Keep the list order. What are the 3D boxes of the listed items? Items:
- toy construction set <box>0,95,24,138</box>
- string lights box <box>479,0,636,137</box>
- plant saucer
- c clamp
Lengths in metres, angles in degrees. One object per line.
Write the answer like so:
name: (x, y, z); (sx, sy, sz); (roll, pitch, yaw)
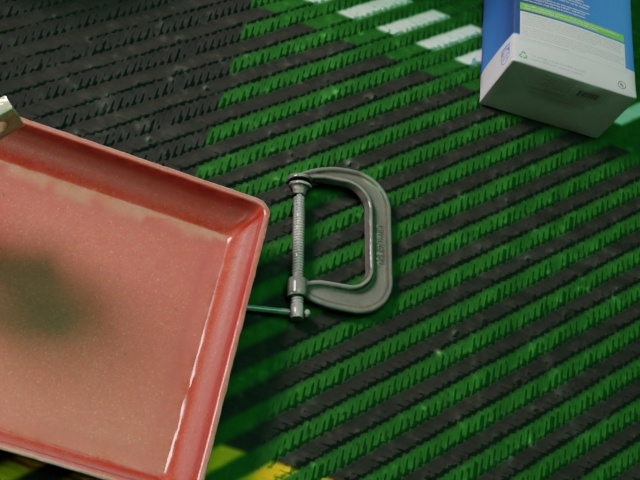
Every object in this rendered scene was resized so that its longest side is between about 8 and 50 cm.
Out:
toy construction set: (-0.357, -0.135, 0.823); (0.215, 0.151, 0.328); (-26, 62, -25)
string lights box: (0.239, -0.243, 1.151); (0.133, 0.077, 0.260); (15, 58, -13)
plant saucer: (-0.188, 0.045, 0.841); (0.259, 0.048, 0.258); (18, 57, -10)
c clamp: (0.000, 0.000, 0.954); (0.137, 0.022, 0.161); (14, 58, -13)
